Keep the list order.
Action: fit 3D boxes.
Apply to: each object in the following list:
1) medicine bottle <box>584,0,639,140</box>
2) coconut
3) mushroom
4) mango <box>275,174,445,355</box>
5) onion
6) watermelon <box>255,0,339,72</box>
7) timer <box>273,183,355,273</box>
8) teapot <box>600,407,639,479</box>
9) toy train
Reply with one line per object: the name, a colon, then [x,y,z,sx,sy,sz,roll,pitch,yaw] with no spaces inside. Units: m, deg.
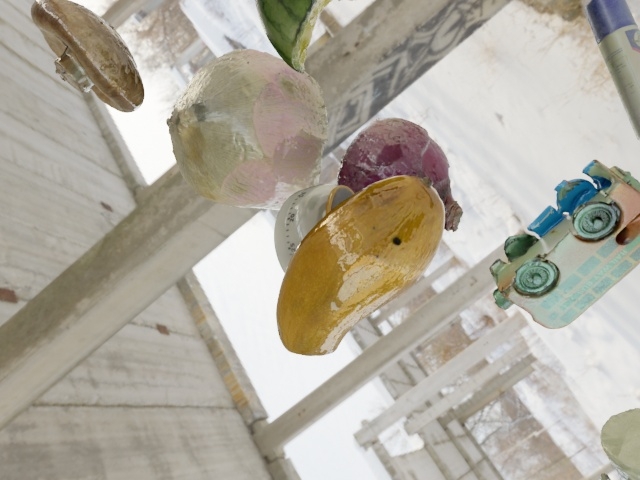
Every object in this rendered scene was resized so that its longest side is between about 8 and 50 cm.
medicine bottle: [0.477,-0.271,0.791,0.059,0.059,0.231,24,-131,-74]
coconut: [-0.196,-0.267,1.267,0.405,0.404,0.404,50,-173,-9]
mushroom: [-0.482,-0.384,1.074,0.278,0.146,0.278,39,167,11]
mango: [0.053,0.042,0.816,0.187,0.359,0.144,41,-170,-29]
onion: [0.171,-0.149,1.168,0.159,0.267,0.348,27,-172,-42]
watermelon: [-0.008,-0.477,0.873,0.189,0.331,0.331,32,-173,1]
timer: [0.000,0.000,1.068,0.233,0.240,0.234,11,-106,-43]
teapot: [0.242,0.175,0.382,0.083,0.067,0.057,63,180,-25]
toy train: [0.266,0.010,0.544,0.099,0.188,0.072,28,-153,-15]
